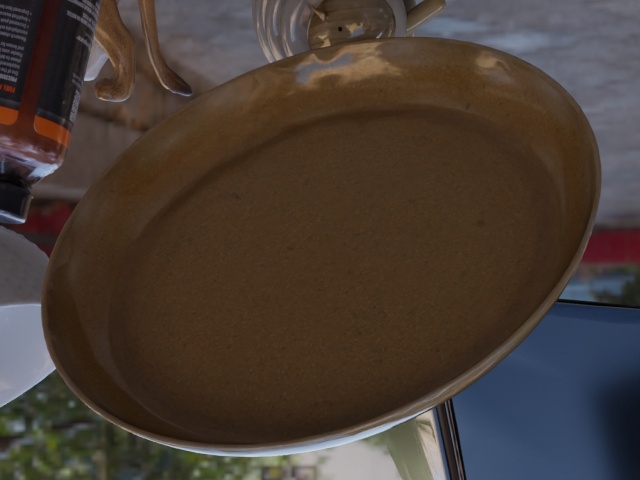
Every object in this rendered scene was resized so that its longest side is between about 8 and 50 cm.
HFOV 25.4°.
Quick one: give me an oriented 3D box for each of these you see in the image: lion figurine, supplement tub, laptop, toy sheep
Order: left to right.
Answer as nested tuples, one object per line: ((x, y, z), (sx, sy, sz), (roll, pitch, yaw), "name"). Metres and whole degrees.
((-0.214, -0.114, 0.969), (0.106, 0.198, 0.106), (11, 171, 2), "supplement tub")
((-0.294, -0.284, 1.370), (0.392, 0.240, 0.142), (12, -167, 4), "lion figurine")
((0.008, -0.117, 0.719), (0.091, 0.091, 0.132), (0, -165, -13), "toy sheep")
((0.174, 0.096, 0.977), (0.236, 0.382, 0.408), (-19, -137, -7), "laptop")

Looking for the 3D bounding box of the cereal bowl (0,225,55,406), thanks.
((-0.387, 0.079, 1.248), (0.339, 0.141, 0.339), (-25, 165, -7), "cereal bowl")

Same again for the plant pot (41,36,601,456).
((0.000, 0.000, 0.586), (0.236, 0.236, 0.032), (-2, 135, 23), "plant pot")
